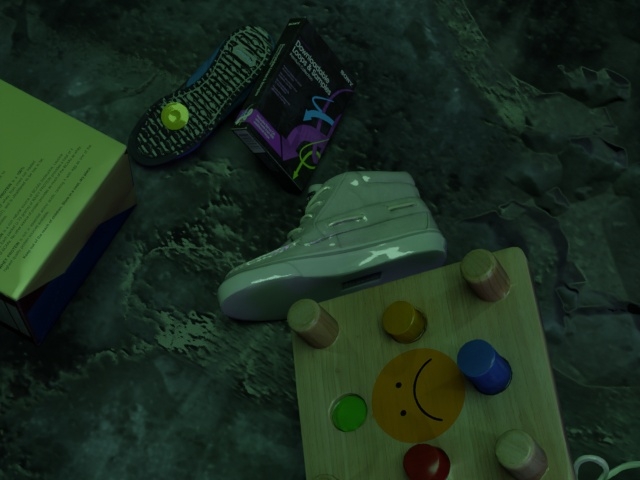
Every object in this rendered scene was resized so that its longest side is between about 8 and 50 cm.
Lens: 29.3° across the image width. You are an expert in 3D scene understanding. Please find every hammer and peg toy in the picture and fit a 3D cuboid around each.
[{"bbox_3d":[0.111,0.196,1.148,0.265,0.127,0.361,-18,59,17],"label":"hammer and peg toy"}]

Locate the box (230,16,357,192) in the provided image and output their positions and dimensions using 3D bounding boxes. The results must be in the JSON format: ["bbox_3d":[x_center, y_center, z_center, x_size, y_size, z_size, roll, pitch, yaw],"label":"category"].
[{"bbox_3d":[-0.026,-0.152,1.370,0.029,0.116,0.162,1,56,41],"label":"box"}]

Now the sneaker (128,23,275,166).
[{"bbox_3d":[-0.130,-0.158,1.398,0.209,0.082,0.069,-45,88,-2],"label":"sneaker"}]

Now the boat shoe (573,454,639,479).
[{"bbox_3d":[0.268,0.289,1.171,0.367,0.136,0.156,-35,46,-30],"label":"boat shoe"}]

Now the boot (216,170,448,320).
[{"bbox_3d":[0.000,0.000,1.318,0.258,0.095,0.123,-12,60,-18],"label":"boot"}]

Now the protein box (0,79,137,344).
[{"bbox_3d":[-0.333,-0.038,1.280,0.201,0.136,0.200,28,67,9],"label":"protein box"}]
